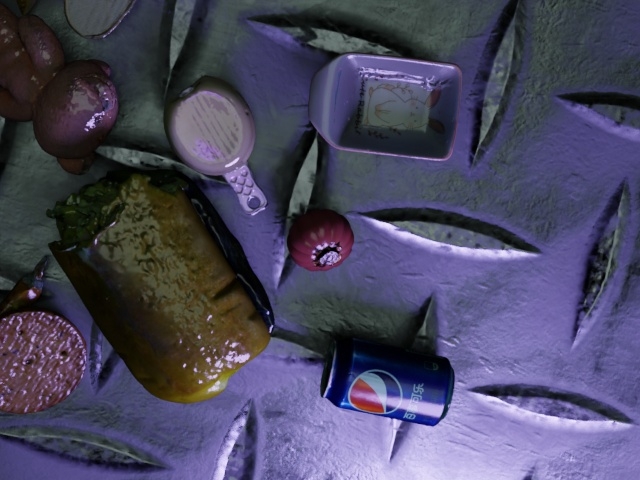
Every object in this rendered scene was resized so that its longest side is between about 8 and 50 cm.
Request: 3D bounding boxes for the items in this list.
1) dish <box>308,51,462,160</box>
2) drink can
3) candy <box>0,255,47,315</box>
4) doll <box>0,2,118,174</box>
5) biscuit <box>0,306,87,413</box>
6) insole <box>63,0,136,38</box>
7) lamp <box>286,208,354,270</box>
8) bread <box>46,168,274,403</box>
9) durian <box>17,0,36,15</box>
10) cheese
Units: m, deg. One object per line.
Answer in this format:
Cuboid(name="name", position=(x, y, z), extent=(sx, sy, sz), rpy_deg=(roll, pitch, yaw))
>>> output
Cuboid(name="dish", position=(0.097, -0.213, 1.817), extent=(0.234, 0.064, 0.154), rpy_deg=(6, 99, -6))
Cuboid(name="drink can", position=(0.106, 0.226, 1.863), extent=(0.205, 0.118, 0.118), rpy_deg=(12, 98, -5))
Cuboid(name="candy", position=(-0.480, 0.104, 1.832), extent=(0.046, 0.053, 0.182), rpy_deg=(37, 96, -16))
Cuboid(name="doll", position=(-0.415, -0.260, 1.752), extent=(0.303, 0.156, 0.201), rpy_deg=(46, 135, 8))
Cuboid(name="biscuit", position=(-0.462, 0.189, 1.832), extent=(0.188, 0.027, 0.187), rpy_deg=(-8, 115, -18))
Cuboid(name="insole", position=(-0.291, -0.466, 1.733), extent=(0.119, 0.009, 0.348), rpy_deg=(26, 96, -9))
Cuboid(name="lamp", position=(0.000, 0.000, 1.830), extent=(0.108, 0.092, 0.107), rpy_deg=(-12, 132, -14))
Cuboid(name="bread", position=(-0.237, 0.070, 1.775), extent=(0.251, 0.208, 0.376), rpy_deg=(-29, 104, 5))
Cuboid(name="durian", position=(-0.457, -0.446, 1.722), extent=(0.140, 0.078, 0.224), rpy_deg=(-12, 101, -13))
Cuboid(name="cheese", position=(-0.151, -0.142, 1.810), extent=(0.137, 0.064, 0.227), rpy_deg=(-30, 99, 4))
